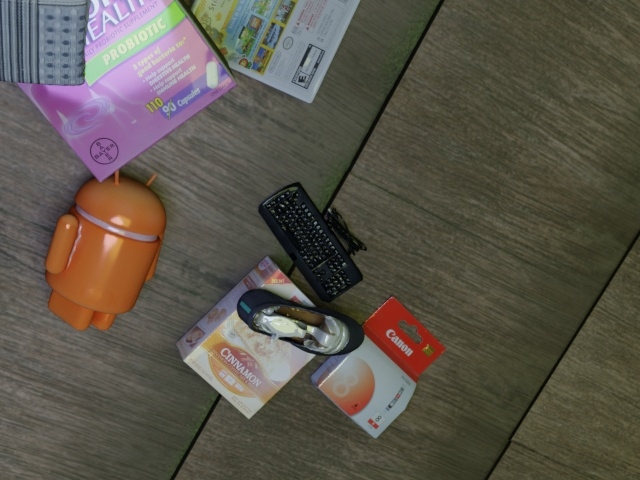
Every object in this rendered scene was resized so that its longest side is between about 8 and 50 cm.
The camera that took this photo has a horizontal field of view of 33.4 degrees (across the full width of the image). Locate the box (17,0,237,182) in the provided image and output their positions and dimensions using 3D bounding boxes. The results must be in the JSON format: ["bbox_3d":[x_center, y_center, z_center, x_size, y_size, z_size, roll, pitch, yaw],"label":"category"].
[{"bbox_3d":[-0.260,-0.238,1.308,0.213,0.117,0.243,-34,115,4],"label":"box"}]

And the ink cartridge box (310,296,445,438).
[{"bbox_3d":[0.097,0.197,1.635,0.179,0.045,0.145,-44,116,3],"label":"ink cartridge box"}]

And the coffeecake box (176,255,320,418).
[{"bbox_3d":[-0.089,0.139,1.538,0.185,0.068,0.142,-44,115,-1],"label":"coffeecake box"}]

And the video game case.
[{"bbox_3d":[-0.054,-0.324,1.414,0.206,0.026,0.227,22,101,-24],"label":"video game case"}]

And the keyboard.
[{"bbox_3d":[0.000,0.000,1.537,0.100,0.038,0.192,-37,116,-4],"label":"keyboard"}]

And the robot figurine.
[{"bbox_3d":[-0.279,0.008,1.398,0.158,0.128,0.219,19,102,-21],"label":"robot figurine"}]

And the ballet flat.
[{"bbox_3d":[-0.021,0.124,1.479,0.203,0.074,0.074,21,100,-24],"label":"ballet flat"}]

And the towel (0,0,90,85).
[{"bbox_3d":[-0.388,-0.297,1.098,0.312,0.056,0.324,2,141,-15],"label":"towel"}]
